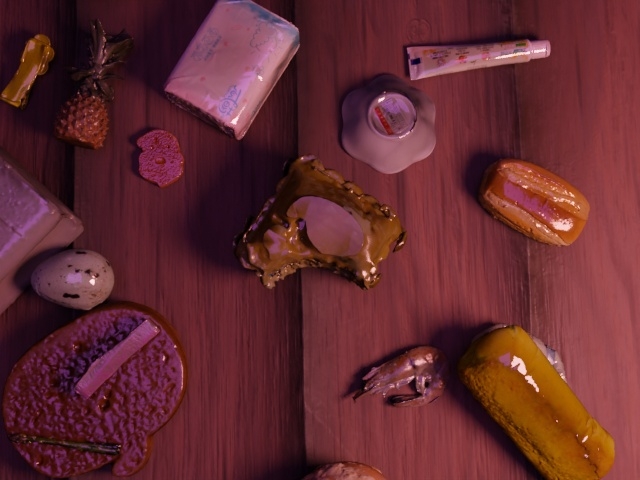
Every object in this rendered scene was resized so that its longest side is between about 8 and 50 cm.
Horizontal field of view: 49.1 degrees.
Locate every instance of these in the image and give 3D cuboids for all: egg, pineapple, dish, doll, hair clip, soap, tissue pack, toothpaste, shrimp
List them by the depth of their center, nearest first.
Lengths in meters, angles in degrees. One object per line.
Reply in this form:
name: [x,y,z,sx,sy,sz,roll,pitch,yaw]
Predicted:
egg: [0.041,0.540,1.386,0.245,0.203,0.203,-9,83,9]
soap: [-0.767,-0.003,1.435,0.435,0.213,0.350,-44,85,-6]
egg: [-0.515,0.084,1.463,0.164,0.131,0.131,-9,83,-11]
doll: [0.425,0.245,1.488,0.214,0.071,0.104,27,77,9]
shrimp: [0.176,0.308,1.493,0.223,0.047,0.126,-24,94,-5]
pineapple: [-0.488,-0.339,1.527,0.130,0.119,0.277,9,81,19]
tissue pack: [-0.192,-0.384,1.532,0.201,0.124,0.271,30,84,6]
dish: [0.154,-0.265,1.541,0.229,0.081,0.230,0,84,0]
hair clip: [-0.647,-0.377,1.561,0.072,0.046,0.173,22,85,-1]
toothpaste: [0.355,-0.415,1.578,0.314,0.058,0.056,-6,127,2]

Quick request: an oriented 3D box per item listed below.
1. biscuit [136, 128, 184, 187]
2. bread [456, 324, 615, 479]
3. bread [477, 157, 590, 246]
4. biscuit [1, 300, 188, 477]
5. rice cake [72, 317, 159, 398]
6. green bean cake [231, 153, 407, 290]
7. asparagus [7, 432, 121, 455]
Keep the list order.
biscuit: [-0.355,-0.182,1.554,0.102,0.019,0.131,-13,83,-3]
bread: [0.436,0.346,1.411,0.166,0.112,0.383,-38,98,15]
bread: [0.458,-0.085,1.510,0.236,0.106,0.140,28,86,3]
biscuit: [-0.459,0.326,1.468,0.394,0.070,0.350,-25,86,-3]
rice cake: [-0.414,0.238,1.422,0.206,0.036,0.047,-42,92,-5]
green bean cake: [0.000,0.000,1.447,0.310,0.202,0.285,31,86,3]
asparagus: [-0.519,0.410,1.416,0.232,0.023,0.022,7,41,0]
